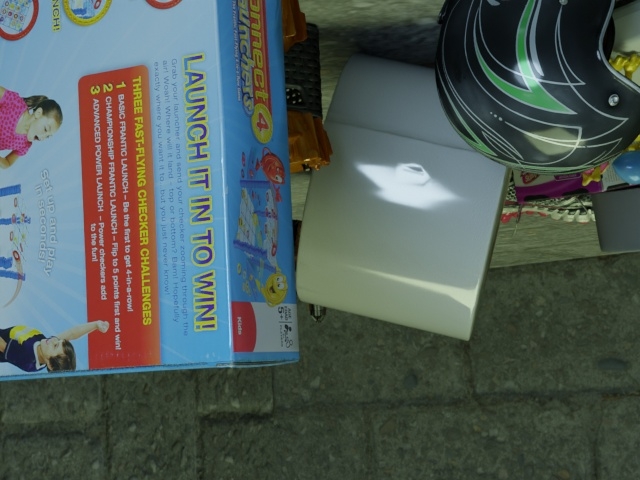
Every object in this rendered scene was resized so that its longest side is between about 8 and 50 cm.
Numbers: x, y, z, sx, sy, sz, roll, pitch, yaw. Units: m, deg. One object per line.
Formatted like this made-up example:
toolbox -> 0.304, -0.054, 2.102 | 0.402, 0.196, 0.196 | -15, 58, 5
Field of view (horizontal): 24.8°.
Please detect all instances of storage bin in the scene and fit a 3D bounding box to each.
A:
storage bin -> -0.094, -0.139, 1.308 | 0.122, 0.084, 0.180 | 2, 172, -39

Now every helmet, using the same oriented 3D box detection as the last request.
helmet -> 0.175, -0.131, 1.145 | 0.169, 0.162, 0.169 | -3, 173, 0

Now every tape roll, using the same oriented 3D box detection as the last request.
tape roll -> 0.088, -0.042, 1.373 | 0.169, 0.246, 0.246 | 13, 175, 7
tape roll -> 0.425, -0.040, 1.671 | 0.219, 0.072, 0.219 | -10, -177, 1

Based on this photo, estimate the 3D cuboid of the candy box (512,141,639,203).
candy box -> 0.358, -0.101, 1.674 | 0.233, 0.071, 0.159 | -11, -178, -29

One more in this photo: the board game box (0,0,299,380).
board game box -> -0.171, -0.057, 1.014 | 0.302, 0.308, 0.086 | -6, 174, 29

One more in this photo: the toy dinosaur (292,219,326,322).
toy dinosaur -> 0.000, 0.000, 1.956 | 0.164, 0.218, 0.322 | 0, 173, -19

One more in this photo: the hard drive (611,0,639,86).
hard drive -> 0.314, -0.169, 1.381 | 0.233, 0.047, 0.353 | 1, 173, -28

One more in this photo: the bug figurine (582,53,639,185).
bug figurine -> 0.303, -0.097, 1.342 | 0.216, 0.072, 0.279 | 8, 167, -8

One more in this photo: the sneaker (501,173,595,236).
sneaker -> 0.281, -0.087, 1.818 | 0.299, 0.121, 0.112 | -10, 143, -1

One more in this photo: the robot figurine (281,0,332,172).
robot figurine -> -0.145, -0.097, 1.175 | 0.291, 0.211, 0.085 | -12, 174, 14
